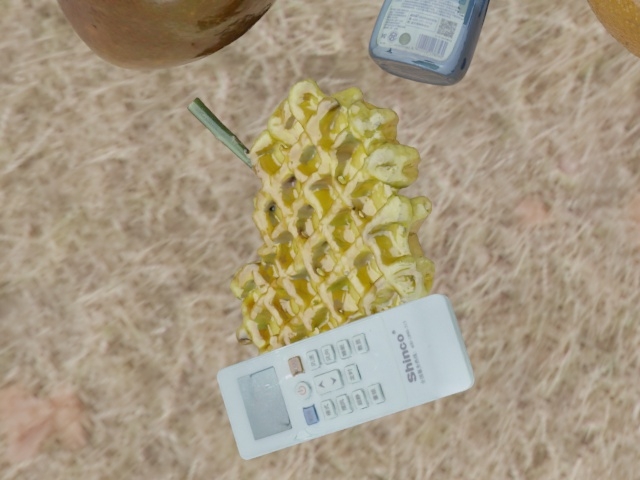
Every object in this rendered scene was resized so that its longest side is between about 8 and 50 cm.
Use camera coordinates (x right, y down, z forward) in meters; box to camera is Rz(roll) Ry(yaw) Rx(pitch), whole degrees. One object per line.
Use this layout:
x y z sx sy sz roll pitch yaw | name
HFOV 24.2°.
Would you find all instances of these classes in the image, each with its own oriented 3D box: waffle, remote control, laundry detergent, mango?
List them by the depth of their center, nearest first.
-0.071 -0.168 0.716 0.133 0.111 0.267 35 156 7 | mango
0.014 0.083 0.901 0.162 0.029 0.061 -21 80 28 | remote control
0.001 0.000 1.185 0.249 0.056 0.253 -4 95 53 | waffle
0.117 -0.246 1.351 0.097 0.061 0.206 17 83 34 | laundry detergent

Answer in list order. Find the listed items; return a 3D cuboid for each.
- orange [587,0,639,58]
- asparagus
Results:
0.450 -0.367 1.731 0.322 0.322 0.357 -10 129 21 | orange
-0.074 -0.083 1.382 0.127 0.018 0.015 45 107 -6 | asparagus
